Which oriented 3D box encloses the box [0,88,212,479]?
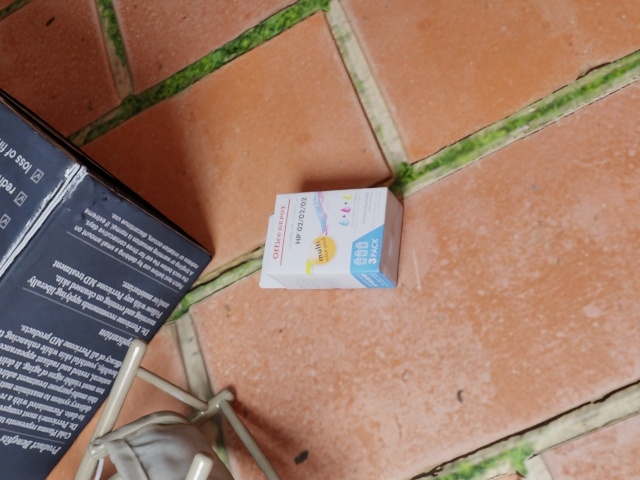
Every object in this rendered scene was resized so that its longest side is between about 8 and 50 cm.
[{"bbox_3d":[-0.488,0.043,1.108,0.480,0.297,0.472,36,86,32],"label":"box"}]

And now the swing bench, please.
[{"bbox_3d":[-0.179,0.283,0.897,0.254,0.165,0.253,-51,34,0],"label":"swing bench"}]

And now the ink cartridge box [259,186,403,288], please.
[{"bbox_3d":[0.000,0.000,1.030,0.181,0.061,0.104,-3,68,25],"label":"ink cartridge box"}]
